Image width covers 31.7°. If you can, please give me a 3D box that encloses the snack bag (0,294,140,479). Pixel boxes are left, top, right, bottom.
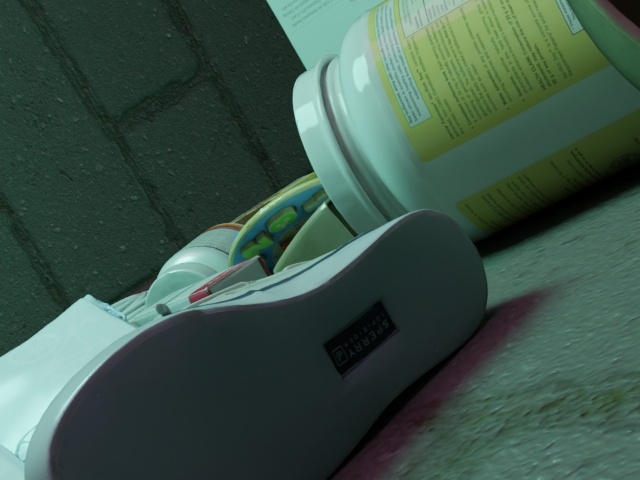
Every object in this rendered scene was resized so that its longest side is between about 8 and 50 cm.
[{"bbox_3d":[-0.230,0.163,0.834,0.342,0.037,0.323,-35,30,-28],"label":"snack bag"}]

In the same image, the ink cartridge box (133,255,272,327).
[{"bbox_3d":[-0.082,0.086,0.968,0.063,0.109,0.150,-36,8,-34],"label":"ink cartridge box"}]

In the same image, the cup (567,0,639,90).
[{"bbox_3d":[0.293,-0.188,0.686,0.331,0.331,0.237,-30,-19,2],"label":"cup"}]

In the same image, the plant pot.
[{"bbox_3d":[0.019,0.019,1.092,0.096,0.109,0.109,-39,2,23],"label":"plant pot"}]

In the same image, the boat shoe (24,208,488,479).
[{"bbox_3d":[-0.053,0.085,0.719,0.156,0.135,0.367,-24,6,45],"label":"boat shoe"}]

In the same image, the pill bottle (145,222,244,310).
[{"bbox_3d":[-0.137,0.057,1.420,0.121,0.121,0.221,-29,7,16],"label":"pill bottle"}]

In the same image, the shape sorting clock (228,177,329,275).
[{"bbox_3d":[0.000,0.000,1.201,0.206,0.040,0.206,-16,-30,-10],"label":"shape sorting clock"}]

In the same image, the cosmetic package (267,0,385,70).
[{"bbox_3d":[0.103,-0.207,1.263,0.155,0.365,0.197,-37,11,-38],"label":"cosmetic package"}]

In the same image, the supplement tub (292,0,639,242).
[{"bbox_3d":[0.167,-0.143,1.016,0.331,0.241,0.241,-27,7,23],"label":"supplement tub"}]

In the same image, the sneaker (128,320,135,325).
[{"bbox_3d":[-0.179,0.127,1.117,0.302,0.108,0.121,-30,2,-4],"label":"sneaker"}]

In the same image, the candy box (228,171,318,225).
[{"bbox_3d":[-0.058,-0.010,1.652,0.187,0.109,0.053,-34,7,-34],"label":"candy box"}]

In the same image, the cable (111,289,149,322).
[{"bbox_3d":[-0.318,0.157,1.651,0.257,0.089,0.257,-31,5,-15],"label":"cable"}]
